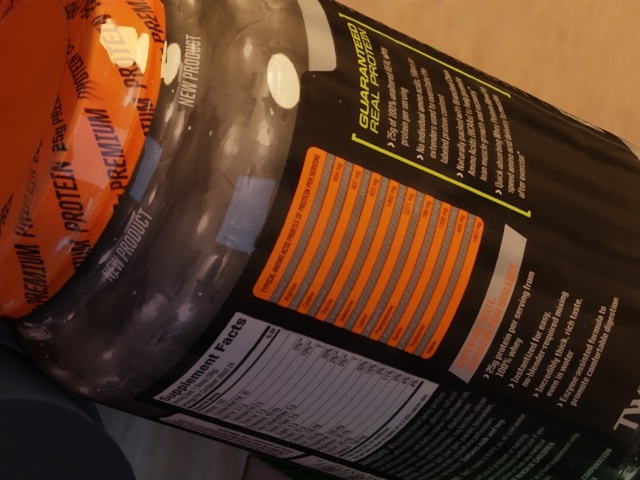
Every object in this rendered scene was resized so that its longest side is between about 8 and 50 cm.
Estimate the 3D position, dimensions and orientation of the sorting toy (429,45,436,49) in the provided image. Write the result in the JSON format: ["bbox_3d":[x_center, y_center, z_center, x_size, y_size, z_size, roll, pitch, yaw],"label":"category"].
[{"bbox_3d":[0.032,-0.070,1.009,0.083,0.012,0.062,-28,117,-23],"label":"sorting toy"}]

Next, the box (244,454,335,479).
[{"bbox_3d":[0.048,0.255,0.948,0.127,0.262,0.231,9,96,-33],"label":"box"}]

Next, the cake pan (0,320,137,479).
[{"bbox_3d":[-0.184,0.178,0.854,0.293,0.054,0.293,-27,127,-42],"label":"cake pan"}]

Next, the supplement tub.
[{"bbox_3d":[0.000,0.000,0.885,0.338,0.207,0.207,23,89,-30],"label":"supplement tub"}]
